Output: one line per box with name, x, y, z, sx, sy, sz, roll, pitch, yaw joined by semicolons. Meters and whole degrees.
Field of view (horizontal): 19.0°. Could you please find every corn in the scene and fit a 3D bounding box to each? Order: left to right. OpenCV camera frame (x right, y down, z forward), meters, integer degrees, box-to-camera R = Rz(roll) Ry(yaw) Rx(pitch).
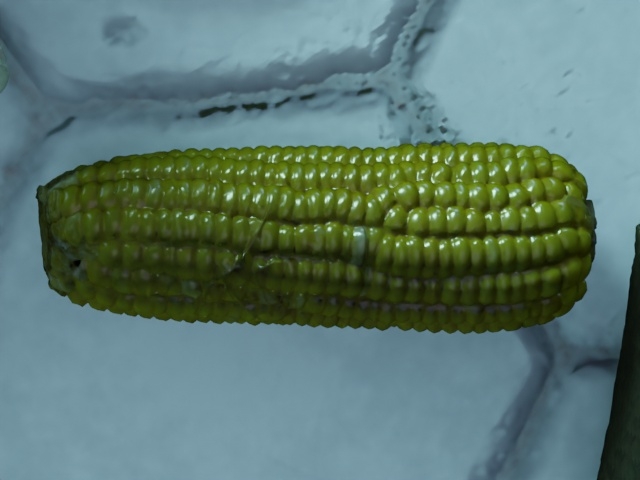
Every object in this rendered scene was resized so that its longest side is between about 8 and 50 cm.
corn;0.000;0.000;0.783;0.231;0.080;0.080;-1;104;-8

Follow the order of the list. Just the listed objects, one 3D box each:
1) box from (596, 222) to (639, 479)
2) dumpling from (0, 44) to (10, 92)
box;0.232;0.090;0.736;0.184;0.273;0.143;7;99;-10
dumpling;-0.163;-0.088;0.763;0.076;0.057;0.052;22;62;-35
